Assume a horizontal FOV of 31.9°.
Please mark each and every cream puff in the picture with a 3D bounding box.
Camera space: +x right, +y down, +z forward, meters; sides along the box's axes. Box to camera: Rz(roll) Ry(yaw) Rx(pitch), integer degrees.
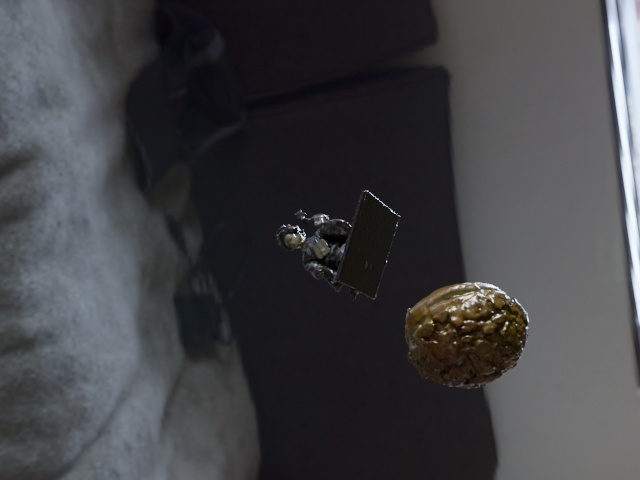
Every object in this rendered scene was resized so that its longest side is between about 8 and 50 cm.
[{"bbox_3d":[0.190,0.130,1.449,0.150,0.165,0.115,35,31,-35],"label":"cream puff"}]

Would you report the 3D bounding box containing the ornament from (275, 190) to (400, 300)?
[{"bbox_3d":[0.000,0.000,1.870,0.153,0.196,0.166,31,74,-59],"label":"ornament"}]
